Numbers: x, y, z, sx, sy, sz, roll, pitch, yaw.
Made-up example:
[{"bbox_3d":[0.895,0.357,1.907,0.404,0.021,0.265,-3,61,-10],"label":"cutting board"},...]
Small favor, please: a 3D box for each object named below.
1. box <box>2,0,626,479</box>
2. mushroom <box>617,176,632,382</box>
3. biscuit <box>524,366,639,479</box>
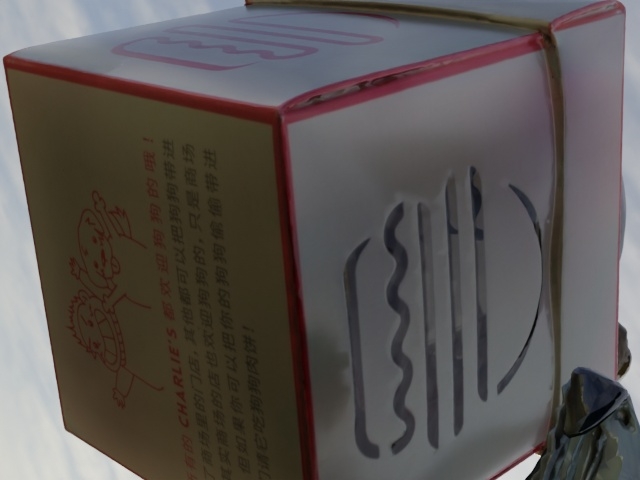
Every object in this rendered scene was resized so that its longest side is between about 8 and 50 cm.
[{"bbox_3d":[0.000,0.000,0.794,0.312,0.300,0.314,17,-61,45],"label":"box"},{"bbox_3d":[0.243,-0.005,1.118,0.128,0.128,0.350,96,-1,-51],"label":"mushroom"},{"bbox_3d":[0.110,0.182,0.422,0.079,0.186,0.309,11,-19,34],"label":"biscuit"}]
